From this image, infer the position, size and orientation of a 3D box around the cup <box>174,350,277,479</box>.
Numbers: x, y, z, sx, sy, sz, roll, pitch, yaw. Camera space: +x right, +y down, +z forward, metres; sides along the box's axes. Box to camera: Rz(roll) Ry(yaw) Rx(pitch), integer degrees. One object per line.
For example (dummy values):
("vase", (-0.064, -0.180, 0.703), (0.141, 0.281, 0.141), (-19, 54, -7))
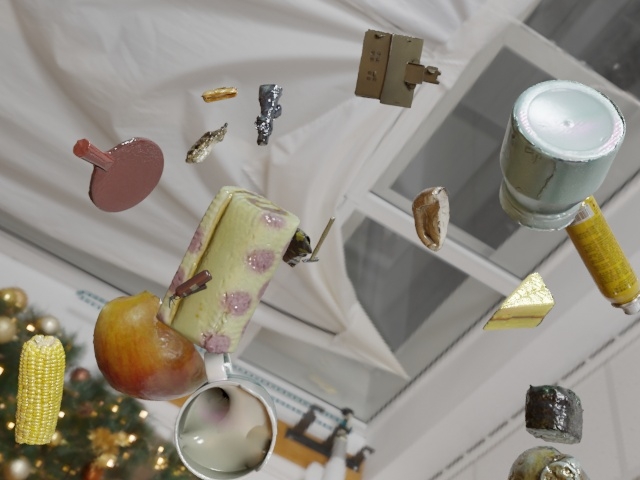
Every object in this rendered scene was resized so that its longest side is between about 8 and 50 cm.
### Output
("cup", (-0.214, 0.387, 1.662), (0.257, 0.219, 0.289), (118, -41, -85))

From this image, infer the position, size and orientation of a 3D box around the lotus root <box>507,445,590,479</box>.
("lotus root", (0.493, 0.537, 1.561), (0.175, 0.175, 0.349), (-62, 152, -14))

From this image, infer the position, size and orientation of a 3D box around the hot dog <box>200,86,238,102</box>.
("hot dog", (-0.352, -0.513, 2.532), (0.056, 0.133, 0.041), (98, -21, -66))

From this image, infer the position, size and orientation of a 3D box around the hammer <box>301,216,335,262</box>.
("hammer", (0.000, 0.000, 2.268), (0.013, 0.062, 0.199), (57, -43, 32))

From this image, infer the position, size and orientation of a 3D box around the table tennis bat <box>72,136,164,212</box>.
("table tennis bat", (-0.610, -0.211, 2.198), (0.268, 0.051, 0.415), (-51, 161, 0))

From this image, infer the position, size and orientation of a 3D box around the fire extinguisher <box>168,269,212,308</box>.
("fire extinguisher", (-0.254, 0.094, 1.415), (0.100, 0.032, 0.046), (-33, 176, 5))

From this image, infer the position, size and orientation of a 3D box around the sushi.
("sushi", (0.577, 0.426, 1.782), (0.124, 0.225, 0.127), (-3, -114, 31))

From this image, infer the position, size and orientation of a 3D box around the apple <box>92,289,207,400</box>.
("apple", (-0.424, 0.293, 1.865), (0.254, 0.346, 0.179), (-17, -151, 19))

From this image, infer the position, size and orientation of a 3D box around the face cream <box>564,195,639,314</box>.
("face cream", (0.750, 0.044, 1.924), (0.105, 0.348, 0.105), (-32, -173, 5))

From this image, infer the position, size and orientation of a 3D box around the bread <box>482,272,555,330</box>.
("bread", (0.719, 0.227, 2.734), (0.167, 0.264, 0.163), (116, -35, -44))

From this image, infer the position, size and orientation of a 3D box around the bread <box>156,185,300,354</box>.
("bread", (-0.197, 0.062, 1.568), (0.155, 0.187, 0.338), (8, 110, -63))

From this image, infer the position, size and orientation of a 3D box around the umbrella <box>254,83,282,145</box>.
("umbrella", (-0.166, -0.393, 2.303), (0.071, 0.080, 0.224), (82, 12, -60))

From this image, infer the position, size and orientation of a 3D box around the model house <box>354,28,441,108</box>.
("model house", (0.247, -0.516, 2.218), (0.204, 0.243, 0.211), (-52, 153, -74))

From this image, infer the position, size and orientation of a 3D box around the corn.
("corn", (-0.604, 0.324, 1.563), (0.093, 0.093, 0.244), (-99, -161, -74))

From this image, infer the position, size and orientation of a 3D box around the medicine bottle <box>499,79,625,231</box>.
("medicine bottle", (0.531, -0.179, 1.660), (0.290, 0.245, 0.245), (89, 20, -55))

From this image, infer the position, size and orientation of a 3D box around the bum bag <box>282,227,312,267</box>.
("bum bag", (-0.089, 0.024, 2.390), (0.060, 0.106, 0.232), (-41, -178, -25))

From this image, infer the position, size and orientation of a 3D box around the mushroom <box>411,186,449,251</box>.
("mushroom", (0.281, -0.068, 1.862), (0.072, 0.094, 0.209), (-52, 145, -35))

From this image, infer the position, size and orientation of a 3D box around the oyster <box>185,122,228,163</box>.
("oyster", (-0.349, -0.300, 2.237), (0.177, 0.056, 0.105), (-47, -172, -2))
